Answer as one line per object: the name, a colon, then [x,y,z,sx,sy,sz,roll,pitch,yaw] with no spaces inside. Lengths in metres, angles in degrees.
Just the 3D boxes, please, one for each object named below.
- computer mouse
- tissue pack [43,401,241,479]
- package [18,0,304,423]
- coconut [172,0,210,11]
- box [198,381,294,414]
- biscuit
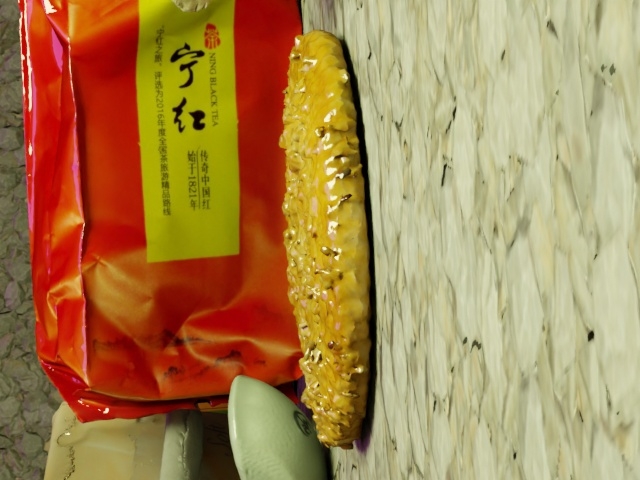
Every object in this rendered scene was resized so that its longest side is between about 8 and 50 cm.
computer mouse: [-0.021,0.177,1.357,0.089,0.056,0.182,-76,-24,-60]
tissue pack: [-0.114,0.250,1.427,0.306,0.238,0.239,-87,-1,-51]
package: [-0.112,-0.082,1.385,0.123,0.196,0.424,10,104,63]
coconut: [-0.080,-0.229,1.115,0.194,0.194,0.194,177,90,-84]
box: [-0.126,0.052,1.641,0.177,0.194,0.148,-102,10,-52]
biscuit: [0.000,0.000,1.150,0.254,0.035,0.254,176,90,-85]
